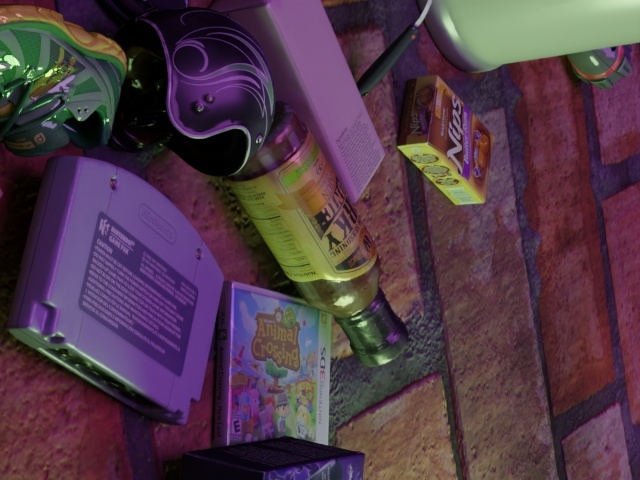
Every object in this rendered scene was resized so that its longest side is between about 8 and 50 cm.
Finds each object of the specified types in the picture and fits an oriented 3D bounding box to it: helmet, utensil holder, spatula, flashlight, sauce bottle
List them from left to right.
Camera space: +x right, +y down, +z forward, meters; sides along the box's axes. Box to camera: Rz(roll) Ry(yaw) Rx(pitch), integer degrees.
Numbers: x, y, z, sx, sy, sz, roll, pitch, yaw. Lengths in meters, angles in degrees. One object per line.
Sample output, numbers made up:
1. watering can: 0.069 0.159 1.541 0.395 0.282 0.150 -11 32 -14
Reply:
1. helmet: -0.126 -0.151 1.570 0.161 0.169 0.169 2 83 -42
2. sauce bottle: 0.000 0.000 1.781 0.344 0.111 0.111 58 41 -31
3. spatula: 0.127 -0.296 1.968 0.296 0.030 0.084 -56 165 5
4. flashlight: 0.414 -0.339 2.527 0.304 0.103 0.103 23 69 -56
5. utensil holder: 0.367 -0.427 2.194 0.327 0.385 0.328 15 72 -57

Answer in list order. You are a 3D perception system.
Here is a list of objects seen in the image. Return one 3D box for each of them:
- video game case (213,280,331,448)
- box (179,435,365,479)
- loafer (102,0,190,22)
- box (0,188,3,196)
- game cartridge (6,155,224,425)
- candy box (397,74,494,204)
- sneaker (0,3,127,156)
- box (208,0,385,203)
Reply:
1. video game case: -0.051 0.156 1.774 0.212 0.023 0.193 18 70 -56
2. box: -0.055 0.299 1.645 0.207 0.108 0.153 0 97 -58
3. loafer: -0.201 -0.332 1.534 0.303 0.095 0.109 60 38 -34
4. box: -0.364 -0.054 1.303 0.201 0.021 0.164 59 40 -36
5. game cartridge: -0.191 0.044 1.507 0.297 0.062 0.198 45 46 -56
6. candy box: 0.177 -0.138 2.161 0.186 0.053 0.109 38 55 -48
7. sneaker: -0.264 -0.140 1.383 0.295 0.109 0.124 8 79 -62
8. box: -0.027 -0.177 1.796 0.113 0.094 0.275 -57 132 -46
